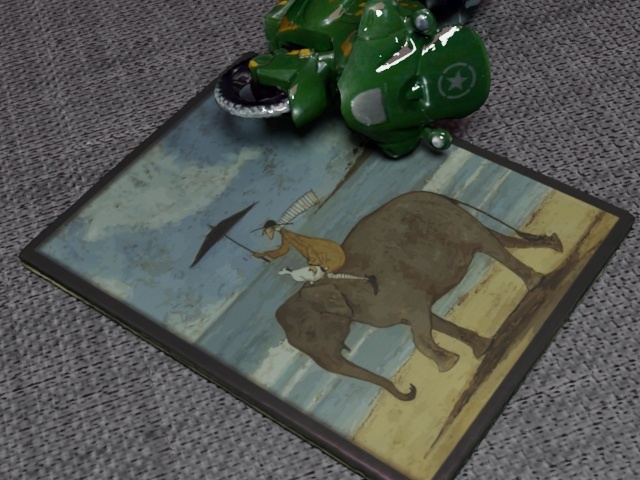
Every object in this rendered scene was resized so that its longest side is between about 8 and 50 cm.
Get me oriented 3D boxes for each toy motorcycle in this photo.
[{"bbox_3d":[0.055,-0.163,0.767,0.187,0.124,0.274,12,46,27],"label":"toy motorcycle"}]

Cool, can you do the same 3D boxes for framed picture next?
[{"bbox_3d":[0.000,0.000,0.718,0.347,0.016,0.265,28,58,27],"label":"framed picture"}]
